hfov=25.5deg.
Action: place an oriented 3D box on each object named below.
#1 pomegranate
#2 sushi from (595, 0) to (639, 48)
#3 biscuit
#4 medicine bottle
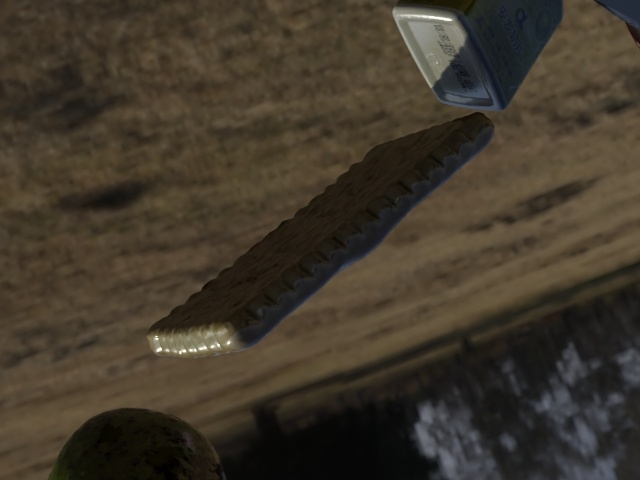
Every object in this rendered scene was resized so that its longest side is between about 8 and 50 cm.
[{"bbox_3d":[-0.143,0.275,1.362,0.248,0.214,0.214,14,159,-19],"label":"pomegranate"},{"bbox_3d":[0.288,-0.223,0.919,0.215,0.227,0.212,18,166,-17],"label":"sushi"},{"bbox_3d":[0.000,0.000,1.257,0.325,0.044,0.217,-40,-167,-24],"label":"biscuit"},{"bbox_3d":[0.162,-0.232,1.318,0.088,0.132,0.188,12,-121,41],"label":"medicine bottle"}]
